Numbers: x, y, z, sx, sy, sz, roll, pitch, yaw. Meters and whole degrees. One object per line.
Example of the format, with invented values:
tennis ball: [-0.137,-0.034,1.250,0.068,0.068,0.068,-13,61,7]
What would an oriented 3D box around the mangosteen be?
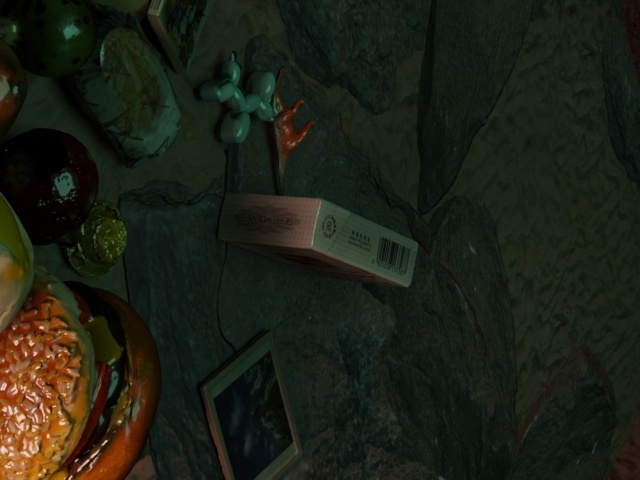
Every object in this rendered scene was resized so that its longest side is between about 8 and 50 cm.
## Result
mangosteen: [-0.389,-0.072,1.890,0.180,0.166,0.166,63,40,-73]

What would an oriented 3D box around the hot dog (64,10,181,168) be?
hot dog: [-0.300,-0.231,2.048,0.162,0.082,0.270,-54,143,-23]

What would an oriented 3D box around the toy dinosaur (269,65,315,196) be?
toy dinosaur: [-0.058,-0.186,2.413,0.101,0.055,0.279,-36,124,-35]

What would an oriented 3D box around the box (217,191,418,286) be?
box: [0.000,0.001,2.376,0.330,0.210,0.095,20,78,-53]

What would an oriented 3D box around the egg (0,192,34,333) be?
egg: [-0.519,0.014,1.573,0.283,0.345,0.283,-58,170,-16]

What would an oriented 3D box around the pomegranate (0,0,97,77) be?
pomegranate: [-0.400,-0.297,1.867,0.169,0.148,0.148,-7,102,-18]

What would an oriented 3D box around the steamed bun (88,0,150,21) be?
steamed bun: [-0.315,-0.437,1.977,0.212,0.110,0.231,-15,103,-53]

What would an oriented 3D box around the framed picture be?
framed picture: [-0.123,0.328,2.409,0.209,0.019,0.281,-41,126,-44]

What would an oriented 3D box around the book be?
book: [-0.204,-0.427,2.132,0.202,0.027,0.264,67,38,-68]

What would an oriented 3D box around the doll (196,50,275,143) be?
doll: [-0.133,-0.244,2.292,0.158,0.059,0.159,-58,135,-31]

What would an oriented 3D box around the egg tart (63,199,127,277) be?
egg tart: [-0.340,-0.005,2.043,0.130,0.052,0.130,-11,105,-50]

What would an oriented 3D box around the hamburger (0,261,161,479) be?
hamburger: [-0.391,0.193,1.770,0.250,0.330,0.330,32,68,-50]

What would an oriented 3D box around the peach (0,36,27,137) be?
peach: [-0.470,-0.194,1.688,0.214,0.235,0.214,-28,126,-47]
